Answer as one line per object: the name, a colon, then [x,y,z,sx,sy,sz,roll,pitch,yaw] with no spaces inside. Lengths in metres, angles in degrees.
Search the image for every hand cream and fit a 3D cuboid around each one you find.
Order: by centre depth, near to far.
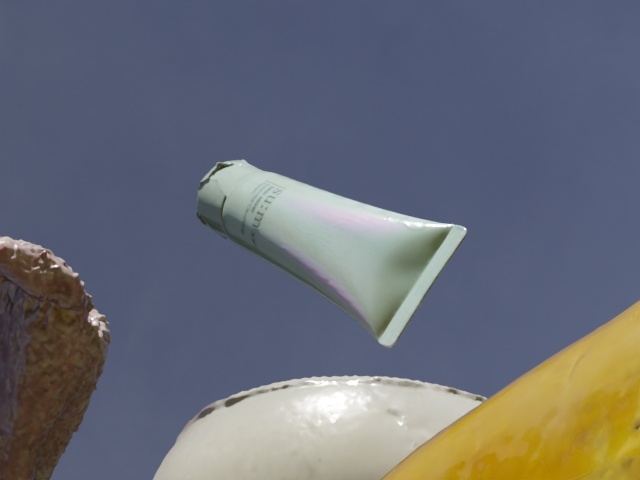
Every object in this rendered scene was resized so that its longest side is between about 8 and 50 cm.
hand cream: [0.000,0.000,1.076,0.050,0.205,0.078,42,-101,-38]

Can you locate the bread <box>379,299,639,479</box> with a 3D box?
bread: [0.145,0.215,0.794,0.250,0.394,0.361,16,-134,-48]

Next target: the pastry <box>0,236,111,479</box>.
pastry: [-0.224,0.111,1.352,0.112,0.103,0.265,-30,-35,-62]

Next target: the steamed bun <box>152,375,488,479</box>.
steamed bun: [0.036,0.274,1.473,0.374,0.374,0.241,32,-132,-33]
